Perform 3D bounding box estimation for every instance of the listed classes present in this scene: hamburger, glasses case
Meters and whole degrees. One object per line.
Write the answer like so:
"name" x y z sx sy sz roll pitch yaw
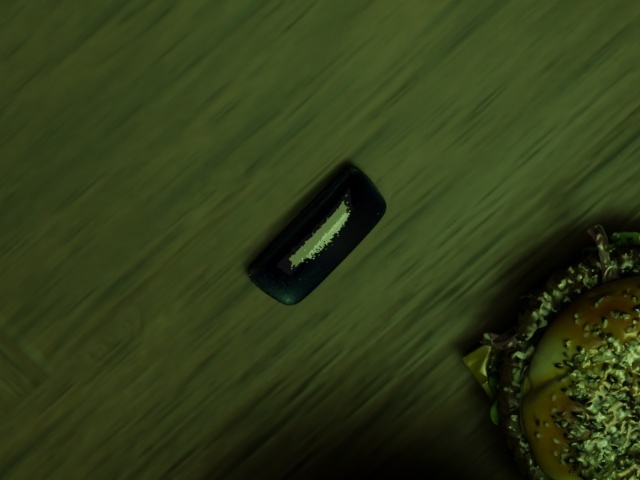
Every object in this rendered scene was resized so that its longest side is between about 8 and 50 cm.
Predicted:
"hamburger" 0.177 0.087 1.039 0.164 0.093 0.189 -46 108 5
"glasses case" 0.000 0.000 1.025 0.033 0.023 0.083 43 96 -15
